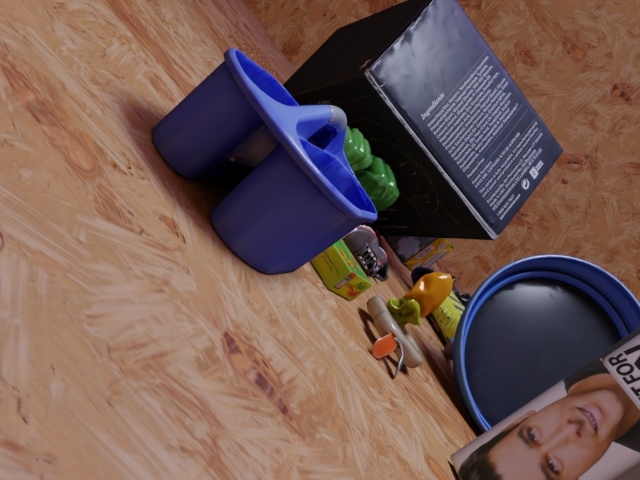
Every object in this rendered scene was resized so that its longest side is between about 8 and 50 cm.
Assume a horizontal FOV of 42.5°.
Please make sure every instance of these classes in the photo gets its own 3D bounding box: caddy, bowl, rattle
[{"bbox_3d":[-0.043,-0.099,0.992,0.241,0.179,0.341,52,10,7],"label":"caddy"},{"bbox_3d":[0.423,0.222,1.488,0.391,0.391,0.077,53,-18,5],"label":"bowl"},{"bbox_3d":[0.144,0.120,1.214,0.199,0.142,0.130,30,42,-81],"label":"rattle"}]

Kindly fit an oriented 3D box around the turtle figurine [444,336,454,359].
[{"bbox_3d":[0.346,0.209,1.632,0.118,0.234,0.175,-10,70,-31],"label":"turtle figurine"}]

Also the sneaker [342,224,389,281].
[{"bbox_3d":[0.092,0.027,1.539,0.158,0.061,0.065,41,21,-48],"label":"sneaker"}]

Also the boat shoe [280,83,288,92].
[{"bbox_3d":[-0.076,-0.191,1.441,0.305,0.091,0.109,36,56,-54],"label":"boat shoe"}]

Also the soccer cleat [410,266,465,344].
[{"bbox_3d":[0.276,0.155,1.857,0.121,0.093,0.289,40,11,-28],"label":"soccer cleat"}]

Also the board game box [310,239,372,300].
[{"bbox_3d":[0.000,0.000,1.236,0.181,0.043,0.092,56,11,26],"label":"board game box"}]

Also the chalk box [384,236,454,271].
[{"bbox_3d":[0.244,-0.036,2.264,0.213,0.132,0.132,59,12,28],"label":"chalk box"}]

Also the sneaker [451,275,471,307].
[{"bbox_3d":[0.386,0.203,2.178,0.232,0.090,0.081,52,9,4],"label":"sneaker"}]

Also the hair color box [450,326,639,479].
[{"bbox_3d":[0.360,0.251,1.005,0.114,0.374,0.185,48,10,-23],"label":"hair color box"}]

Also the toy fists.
[{"bbox_3d":[0.060,-0.144,1.680,0.279,0.142,0.096,44,37,-45],"label":"toy fists"}]

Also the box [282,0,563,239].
[{"bbox_3d":[0.206,-0.267,1.913,0.472,0.297,0.480,47,-19,-22],"label":"box"}]
